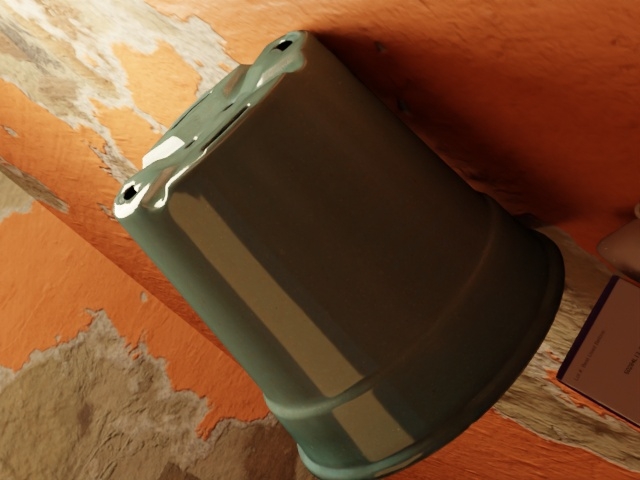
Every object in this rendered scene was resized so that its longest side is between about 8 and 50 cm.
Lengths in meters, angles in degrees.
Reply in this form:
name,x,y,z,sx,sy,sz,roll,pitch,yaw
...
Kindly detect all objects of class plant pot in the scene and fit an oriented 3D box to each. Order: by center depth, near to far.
name,x,y,z,sx,sy,sz,roll,pitch,yaw
plant pot,0.000,0.000,1.086,0.334,0.341,0.341,46,158,-18

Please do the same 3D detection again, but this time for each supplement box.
name,x,y,z,sx,sy,sz,roll,pitch,yaw
supplement box,0.318,0.120,1.067,0.114,0.111,0.220,30,-178,24

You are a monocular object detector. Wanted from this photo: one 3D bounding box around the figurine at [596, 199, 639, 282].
name,x,y,z,sx,sy,sz,roll,pitch,yaw
figurine,0.348,0.028,0.942,0.214,0.092,0.209,31,166,6
